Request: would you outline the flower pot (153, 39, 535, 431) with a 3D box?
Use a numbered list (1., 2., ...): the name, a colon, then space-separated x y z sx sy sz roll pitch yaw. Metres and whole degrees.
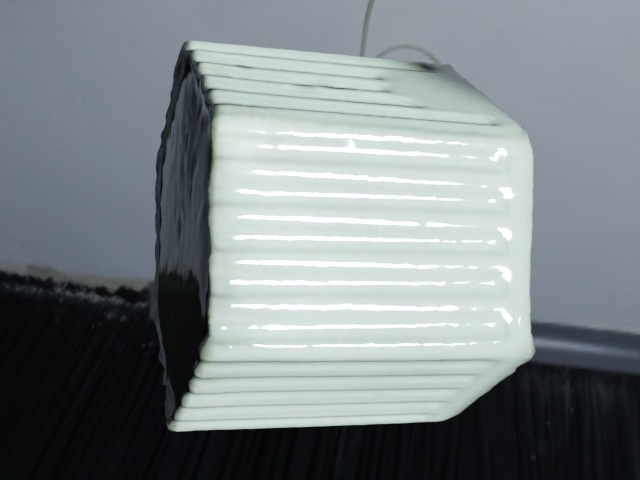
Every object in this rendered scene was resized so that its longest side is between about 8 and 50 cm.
1. flower pot: 0.000 0.000 0.547 0.190 0.239 0.209 1 120 -19
